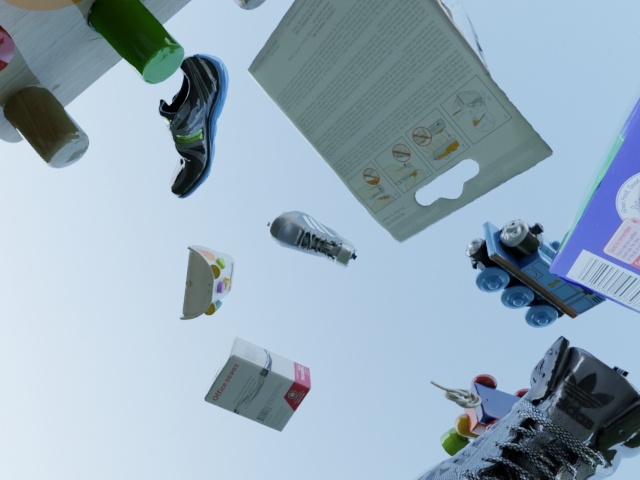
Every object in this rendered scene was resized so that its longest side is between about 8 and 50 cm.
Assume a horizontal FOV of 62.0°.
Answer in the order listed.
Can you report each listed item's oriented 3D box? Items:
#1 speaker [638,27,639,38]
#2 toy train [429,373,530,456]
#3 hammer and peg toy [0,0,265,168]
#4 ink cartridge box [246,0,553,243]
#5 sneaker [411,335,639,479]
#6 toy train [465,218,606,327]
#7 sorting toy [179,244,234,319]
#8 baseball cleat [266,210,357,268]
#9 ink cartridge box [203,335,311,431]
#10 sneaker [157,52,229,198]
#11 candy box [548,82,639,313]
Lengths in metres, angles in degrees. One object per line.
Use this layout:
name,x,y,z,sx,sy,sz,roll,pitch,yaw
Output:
speaker,0.542,-0.356,0.833,0.055,0.136,0.055,-1,-94,20
toy train,0.239,0.294,0.852,0.248,0.105,0.143,21,-57,-17
hammer and peg toy,-0.193,-0.139,0.290,0.361,0.266,0.127,-41,-96,-3
ink cartridge box,0.050,-0.100,0.366,0.179,0.045,0.145,47,-42,-7
sneaker,0.152,0.151,0.379,0.101,0.268,0.153,37,-69,35
toy train,0.274,0.039,0.687,0.184,0.080,0.105,34,-56,-21
sorting toy,-0.121,0.047,0.610,0.044,0.075,0.083,11,-81,16
baseball cleat,0.000,0.000,0.970,0.109,0.205,0.072,30,-79,36
ink cartridge box,-0.107,0.246,0.912,0.150,0.063,0.109,28,-71,-14
sneaker,-0.172,-0.145,0.680,0.067,0.078,0.188,46,-53,48
candy box,0.329,-0.127,0.427,0.122,0.268,0.317,29,-109,22
